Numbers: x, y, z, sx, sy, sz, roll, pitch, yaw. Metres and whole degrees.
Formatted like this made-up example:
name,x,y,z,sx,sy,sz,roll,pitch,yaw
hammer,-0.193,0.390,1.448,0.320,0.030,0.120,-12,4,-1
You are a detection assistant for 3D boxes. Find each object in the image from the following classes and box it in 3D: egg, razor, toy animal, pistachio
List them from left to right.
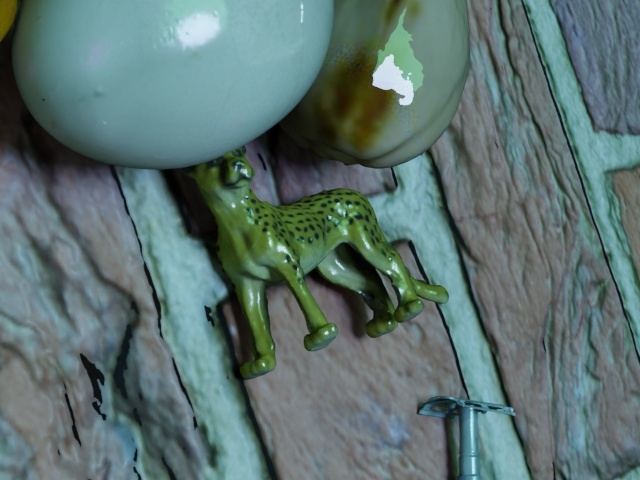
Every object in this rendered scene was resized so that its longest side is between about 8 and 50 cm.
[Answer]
name,x,y,z,sx,sy,sz,roll,pitch,yaw
egg,-0.079,-0.117,0.696,0.209,0.151,0.151,-42,107,-48
toy animal,0.000,0.000,0.805,0.181,0.073,0.136,-12,77,-47
pistachio,0.036,-0.134,0.844,0.144,0.144,0.215,41,42,-30
razor,0.103,0.178,0.878,0.068,0.040,0.135,15,71,-44

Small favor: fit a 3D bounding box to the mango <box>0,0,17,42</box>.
name,x,y,z,sx,sy,sz,roll,pitch,yaw
mango,-0.218,-0.152,0.609,0.165,0.089,0.115,50,53,-18
